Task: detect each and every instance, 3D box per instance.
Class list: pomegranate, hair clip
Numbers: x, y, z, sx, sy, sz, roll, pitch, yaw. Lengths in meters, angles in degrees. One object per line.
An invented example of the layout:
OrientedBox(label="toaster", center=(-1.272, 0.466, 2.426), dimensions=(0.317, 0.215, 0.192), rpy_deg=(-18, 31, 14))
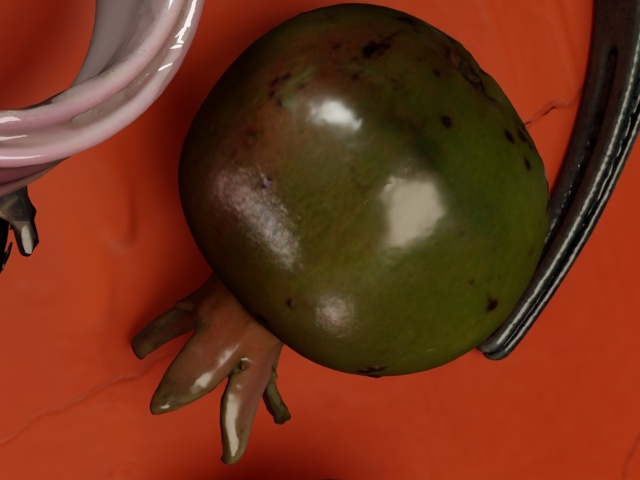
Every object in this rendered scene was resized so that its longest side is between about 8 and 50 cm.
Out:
OrientedBox(label="pomegranate", center=(0.000, 0.000, 0.779), dimensions=(0.181, 0.181, 0.224), rpy_deg=(32, 107, -33))
OrientedBox(label="hair clip", center=(0.151, -0.059, 0.912), dimensions=(0.083, 0.048, 0.275), rpy_deg=(10, 100, -36))

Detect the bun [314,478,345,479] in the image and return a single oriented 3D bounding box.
OrientedBox(label="bun", center=(-0.005, 0.190, 0.863), dimensions=(0.183, 0.102, 0.183), rpy_deg=(-9, 123, -15))

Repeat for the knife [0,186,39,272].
OrientedBox(label="knife", center=(-0.293, 0.040, 0.693), dimensions=(0.365, 0.043, 0.089), rpy_deg=(-22, 82, -20))

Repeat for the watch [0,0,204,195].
OrientedBox(label="watch", center=(-0.149, -0.089, 0.635), dimensions=(0.217, 0.211, 0.248), rpy_deg=(-16, 88, -28))
